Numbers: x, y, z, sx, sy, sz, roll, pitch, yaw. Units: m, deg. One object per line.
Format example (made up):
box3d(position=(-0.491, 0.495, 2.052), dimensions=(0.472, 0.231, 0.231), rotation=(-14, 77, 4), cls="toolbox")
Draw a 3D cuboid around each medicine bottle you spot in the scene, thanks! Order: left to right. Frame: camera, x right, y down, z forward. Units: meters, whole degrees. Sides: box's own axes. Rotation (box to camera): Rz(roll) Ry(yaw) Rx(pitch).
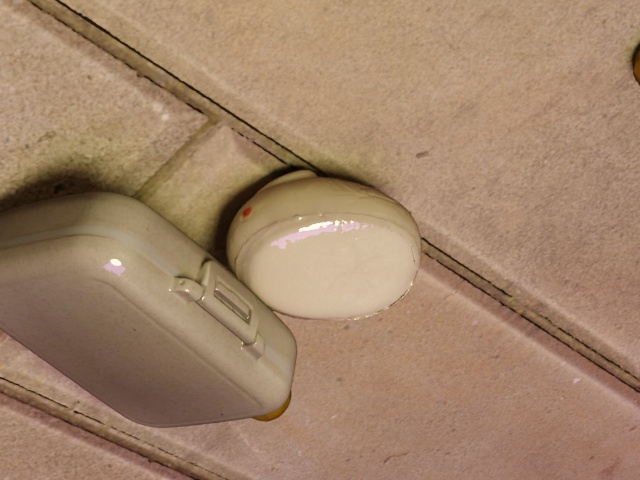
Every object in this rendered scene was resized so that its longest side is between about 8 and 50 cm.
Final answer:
box3d(position=(-0.208, 0.084, 1.974), dimensions=(0.282, 0.123, 0.375), rotation=(-9, 143, 33), cls="medicine bottle")

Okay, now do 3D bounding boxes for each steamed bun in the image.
box3d(position=(0.000, 0.000, 2.043), dimensions=(0.228, 0.130, 0.177), rotation=(2, 130, -16), cls="steamed bun")

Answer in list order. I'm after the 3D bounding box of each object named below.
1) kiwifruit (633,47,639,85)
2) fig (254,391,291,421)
box3d(position=(0.423, -0.222, 2.073), dimensions=(0.124, 0.075, 0.075), rotation=(-39, 135, 19), cls="kiwifruit")
box3d(position=(-0.072, 0.183, 2.228), dimensions=(0.074, 0.074, 0.088), rotation=(-6, 117, -20), cls="fig")
